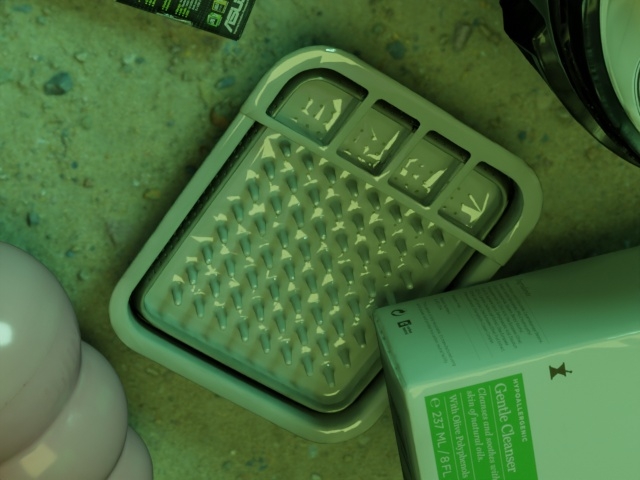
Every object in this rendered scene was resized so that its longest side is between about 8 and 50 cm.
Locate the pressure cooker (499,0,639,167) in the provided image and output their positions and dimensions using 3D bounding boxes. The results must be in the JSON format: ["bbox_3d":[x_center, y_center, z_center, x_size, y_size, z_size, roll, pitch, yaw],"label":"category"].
[{"bbox_3d":[0.321,-0.233,1.412,0.369,0.420,0.376,-12,119,-4],"label":"pressure cooker"}]

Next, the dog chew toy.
[{"bbox_3d":[-0.262,0.150,1.650,0.206,0.207,0.332,-32,125,8],"label":"dog chew toy"}]

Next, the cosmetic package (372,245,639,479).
[{"bbox_3d":[0.246,0.128,1.668,0.365,0.155,0.197,-14,117,-3],"label":"cosmetic package"}]

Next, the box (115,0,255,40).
[{"bbox_3d":[-0.118,-0.275,1.533,0.184,0.045,0.191,17,114,-15],"label":"box"}]

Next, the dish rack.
[{"bbox_3d":[0.000,0.000,1.680,0.285,0.072,0.333,29,109,-23],"label":"dish rack"}]
